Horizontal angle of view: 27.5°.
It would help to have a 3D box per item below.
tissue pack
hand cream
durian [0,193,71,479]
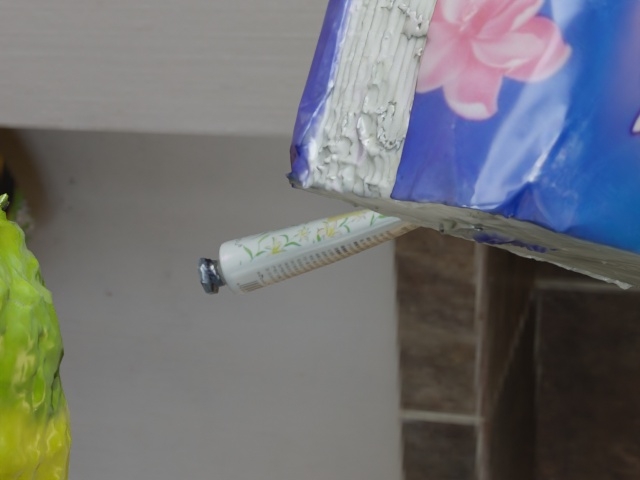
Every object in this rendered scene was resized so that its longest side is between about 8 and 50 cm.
[{"bbox_3d":[0.123,-0.118,0.484,0.209,0.137,0.270,17,87,-33],"label":"tissue pack"},{"bbox_3d":[0.000,0.000,0.995,0.067,0.194,0.042,30,44,-73],"label":"hand cream"},{"bbox_3d":[-0.239,0.121,0.605,0.204,0.256,0.340,-68,159,-56],"label":"durian"}]
